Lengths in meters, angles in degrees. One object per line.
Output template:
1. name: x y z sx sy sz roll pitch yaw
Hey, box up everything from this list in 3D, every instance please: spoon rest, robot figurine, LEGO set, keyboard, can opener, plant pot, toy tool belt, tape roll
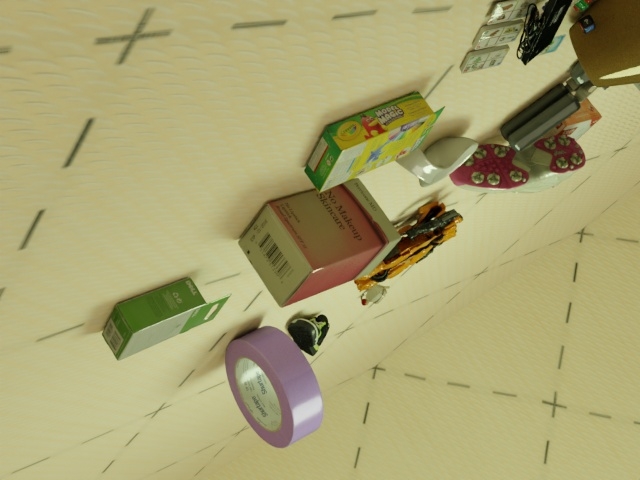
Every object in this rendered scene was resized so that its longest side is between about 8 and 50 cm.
1. spoon rest: 0.216 -0.147 1.797 0.137 0.084 0.276 -41 162 23
2. robot figurine: 0.195 0.008 2.203 0.291 0.085 0.211 -32 164 -3
3. LEGO set: 0.351 -0.360 1.536 0.244 0.060 0.182 -16 159 -17
4. keyboard: 0.343 -0.348 1.463 0.100 0.038 0.192 -40 163 -24
5. can opener: 0.487 -0.295 1.948 0.280 0.074 0.093 -40 129 14
6. plant pot: 0.567 -0.368 1.631 0.254 0.237 0.237 -26 169 27
7. toy tool belt: 0.151 0.149 2.586 0.051 0.052 0.083 -9 152 -39
8. tape roll: -0.111 0.341 2.230 0.090 0.274 0.275 -24 161 -31

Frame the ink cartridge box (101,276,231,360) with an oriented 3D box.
1. ink cartridge box: -0.271 0.129 1.689 0.209 0.062 0.109 -22 160 -37

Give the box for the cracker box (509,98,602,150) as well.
1. cracker box: 0.508 -0.221 2.174 0.156 0.067 0.232 -18 157 -43

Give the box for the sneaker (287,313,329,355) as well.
1. sneaker: -0.025 0.222 2.460 0.097 0.084 0.234 -55 170 -16

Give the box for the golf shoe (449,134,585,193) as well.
1. golf shoe: 0.412 -0.139 2.048 0.306 0.115 0.140 -7 154 -14

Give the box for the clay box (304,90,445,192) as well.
1. clay box: 0.090 -0.165 1.554 0.222 0.053 0.127 -26 162 -30

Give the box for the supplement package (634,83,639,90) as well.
1. supplement package: 0.786 -0.373 2.073 0.177 0.175 0.293 -39 163 15

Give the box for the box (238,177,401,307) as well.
1. box: 0.000 0.000 1.685 0.232 0.148 0.127 -19 158 -43
